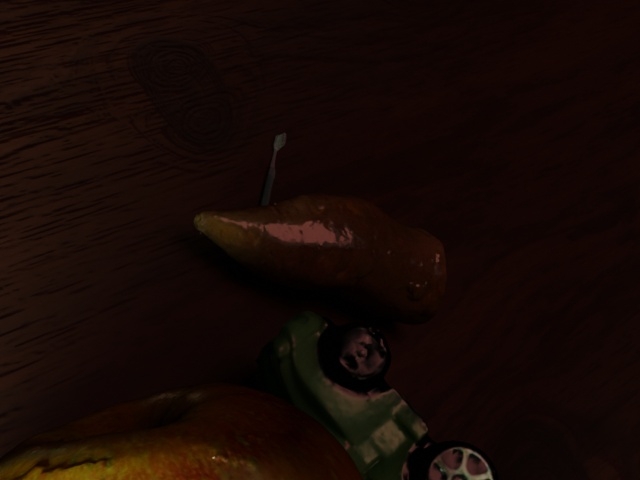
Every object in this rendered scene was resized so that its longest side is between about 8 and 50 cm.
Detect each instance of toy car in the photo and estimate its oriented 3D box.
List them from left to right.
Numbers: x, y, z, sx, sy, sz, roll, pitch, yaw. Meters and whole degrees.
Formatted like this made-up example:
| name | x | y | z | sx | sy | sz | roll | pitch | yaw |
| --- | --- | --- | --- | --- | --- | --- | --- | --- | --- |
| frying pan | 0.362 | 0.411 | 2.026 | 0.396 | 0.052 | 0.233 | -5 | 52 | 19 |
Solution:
| name | x | y | z | sx | sy | sz | roll | pitch | yaw |
| --- | --- | --- | --- | --- | --- | --- | --- | --- | --- |
| toy car | 0.051 | 0.247 | 1.532 | 0.176 | 0.213 | 0.358 | -38 | 85 | -19 |

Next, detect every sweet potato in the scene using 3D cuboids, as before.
| name | x | y | z | sx | sy | sz | roll | pitch | yaw |
| --- | --- | --- | --- | --- | --- | --- | --- | --- | --- |
| sweet potato | 0.001 | 0.001 | 1.746 | 0.337 | 0.131 | 0.131 | 20 | 46 | -36 |

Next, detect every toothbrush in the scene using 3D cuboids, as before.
| name | x | y | z | sx | sy | sz | roll | pitch | yaw |
| --- | --- | --- | --- | --- | --- | --- | --- | --- | --- |
| toothbrush | -0.060 | -0.077 | 1.836 | 0.011 | 0.014 | 0.167 | 42 | 36 | -26 |

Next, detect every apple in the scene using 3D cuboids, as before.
| name | x | y | z | sx | sy | sz | roll | pitch | yaw |
| --- | --- | --- | --- | --- | --- | --- | --- | --- | --- |
| apple | -0.117 | 0.301 | 1.231 | 0.374 | 0.374 | 0.384 | 47 | -2 | -5 |
